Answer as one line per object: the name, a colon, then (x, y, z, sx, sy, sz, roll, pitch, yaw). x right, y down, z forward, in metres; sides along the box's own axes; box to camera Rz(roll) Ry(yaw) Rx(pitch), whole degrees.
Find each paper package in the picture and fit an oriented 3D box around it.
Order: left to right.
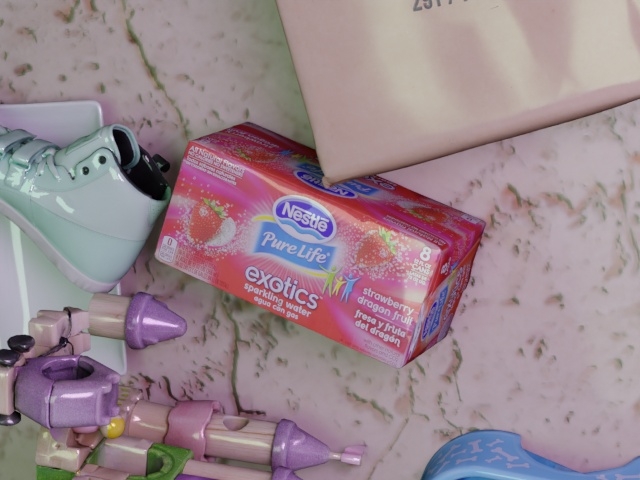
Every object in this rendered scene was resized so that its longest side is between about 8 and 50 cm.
paper package: (0.127, -0.237, 1.627, 0.324, 0.168, 0.310, -14, 96, 25)

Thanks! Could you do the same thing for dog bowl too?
dog bowl: (0.214, 0.270, 1.749, 0.297, 0.074, 0.166, 9, 105, 21)

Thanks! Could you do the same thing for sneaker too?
sneaker: (-0.250, -0.085, 1.822, 0.256, 0.094, 0.151, 41, 119, -1)

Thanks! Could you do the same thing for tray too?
tray: (-0.258, -0.002, 1.913, 0.145, 0.030, 0.270, -1, 101, 22)

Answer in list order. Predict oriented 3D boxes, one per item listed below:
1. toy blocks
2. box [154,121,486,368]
toy blocks: (-0.118, 0.208, 1.740, 0.260, 0.288, 0.309, 8, 114, 14)
box: (0.000, 0.000, 1.752, 0.256, 0.128, 0.123, 24, 109, 17)
